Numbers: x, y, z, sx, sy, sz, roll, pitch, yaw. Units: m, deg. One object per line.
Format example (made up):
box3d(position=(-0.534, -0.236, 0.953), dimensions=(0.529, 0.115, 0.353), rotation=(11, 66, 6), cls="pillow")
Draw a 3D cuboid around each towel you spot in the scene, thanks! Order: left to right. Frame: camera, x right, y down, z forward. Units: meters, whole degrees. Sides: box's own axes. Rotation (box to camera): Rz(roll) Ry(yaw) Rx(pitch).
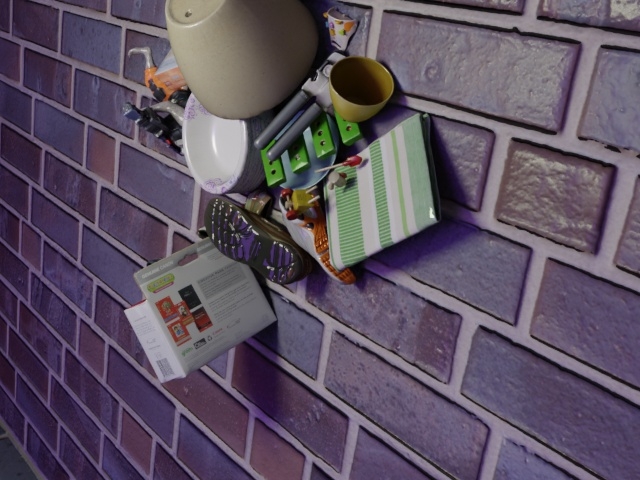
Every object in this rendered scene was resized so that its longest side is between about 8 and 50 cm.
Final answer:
box3d(position=(0.118, -0.091, 1.614), dimensions=(0.325, 0.038, 0.247), rotation=(-30, 56, 46), cls="towel")

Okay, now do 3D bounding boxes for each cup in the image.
box3d(position=(-0.202, -0.468, 1.719), dimensions=(0.331, 0.237, 0.331), rotation=(-12, 62, 23), cls="cup")

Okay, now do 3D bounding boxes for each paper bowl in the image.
box3d(position=(-0.209, -0.257, 1.936), dimensions=(0.284, 0.148, 0.284), rotation=(8, 101, 49), cls="paper bowl")

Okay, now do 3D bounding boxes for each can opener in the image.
box3d(position=(-0.030, -0.292, 1.708), dimensions=(0.280, 0.074, 0.093), rotation=(-47, 12, 4), cls="can opener")

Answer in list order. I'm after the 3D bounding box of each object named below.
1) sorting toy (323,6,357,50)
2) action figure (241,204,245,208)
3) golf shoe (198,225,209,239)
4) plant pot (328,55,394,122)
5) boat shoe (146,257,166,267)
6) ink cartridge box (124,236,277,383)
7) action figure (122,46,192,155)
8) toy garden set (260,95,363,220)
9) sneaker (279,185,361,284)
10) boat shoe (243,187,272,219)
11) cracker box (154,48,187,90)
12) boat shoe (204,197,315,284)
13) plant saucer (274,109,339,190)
box3d(position=(0.038, -0.455, 1.707), dimensions=(0.083, 0.045, 0.075), rotation=(41, 144, 39), cls="sorting toy")
box3d(position=(-0.200, -0.034, 2.049), dimensions=(0.038, 0.030, 0.115), rotation=(40, 126, 45), cls="action figure")
box3d(position=(-0.265, 0.024, 2.092), dimensions=(0.176, 0.086, 0.069), rotation=(47, 126, 33), cls="golf shoe")
box3d(position=(0.075, -0.300, 1.624), dimensions=(0.134, 0.134, 0.095), rotation=(63, 157, 23), cls="plant pot")
box3d(position=(-0.444, 0.161, 2.327), dimensions=(0.095, 0.079, 0.254), rotation=(-44, 63, 43), cls="boat shoe")
box3d(position=(-0.305, 0.154, 1.935), dimensions=(0.130, 0.309, 0.271), rotation=(-23, 94, 49), cls="ink cartridge box")
box3d(position=(-0.391, -0.366, 2.076), dimensions=(0.179, 0.341, 0.330), rotation=(-24, 81, 12), cls="action figure")
box3d(position=(-0.005, -0.170, 1.708), dimensions=(0.244, 0.049, 0.203), rotation=(-27, 60, 24), cls="toy garden set")
box3d(position=(0.000, 0.000, 1.787), dimensions=(0.262, 0.099, 0.121), rotation=(55, 160, 18), cls="sneaker")
box3d(position=(-0.165, -0.034, 1.986), dimensions=(0.072, 0.068, 0.190), rotation=(28, 118, 27), cls="boat shoe")
box3d(position=(-0.308, -0.499, 1.989), dimensions=(0.156, 0.067, 0.232), rotation=(-1, 56, 50), cls="cracker box")
box3d(position=(-0.147, 0.005, 1.897), dimensions=(0.324, 0.120, 0.122), rotation=(36, 112, 28), cls="boat shoe")
box3d(position=(-0.032, -0.202, 1.788), dimensions=(0.195, 0.037, 0.194), rotation=(-10, 71, 32), cls="plant saucer")
